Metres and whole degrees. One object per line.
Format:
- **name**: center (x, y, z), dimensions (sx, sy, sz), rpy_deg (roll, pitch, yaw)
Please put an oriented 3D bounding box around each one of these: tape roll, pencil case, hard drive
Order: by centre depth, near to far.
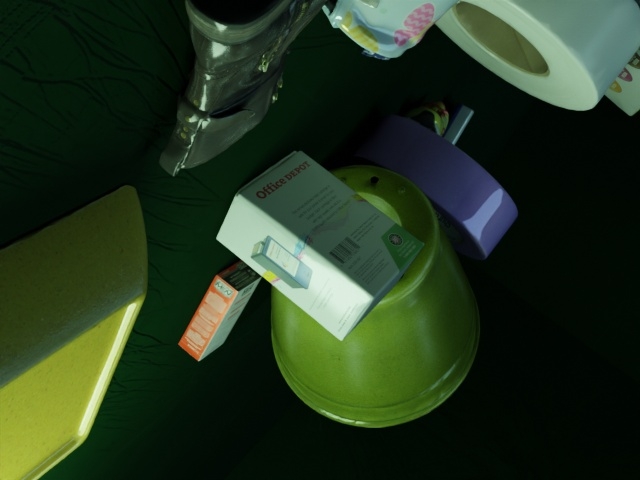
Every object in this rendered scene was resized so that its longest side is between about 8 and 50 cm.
- **pencil case**: center (0.113, -0.286, 0.777), dimensions (0.124, 0.113, 0.273), rpy_deg (3, 148, -45)
- **tape roll**: center (0.247, -0.283, 1.069), dimensions (0.100, 0.286, 0.286), rpy_deg (-53, 169, 1)
- **tape roll**: center (0.185, -0.085, 1.427), dimensions (0.090, 0.275, 0.275), rpy_deg (-53, 169, -6)
- **hard drive**: center (0.230, -0.145, 1.898), dimensions (0.319, 0.040, 0.210), rpy_deg (-60, 176, 8)

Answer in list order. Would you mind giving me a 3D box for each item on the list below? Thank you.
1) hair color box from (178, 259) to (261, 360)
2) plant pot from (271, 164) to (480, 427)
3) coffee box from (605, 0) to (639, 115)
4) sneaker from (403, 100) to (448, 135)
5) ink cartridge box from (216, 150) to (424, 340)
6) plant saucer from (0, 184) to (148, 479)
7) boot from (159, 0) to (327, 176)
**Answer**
- **hair color box**: center (-0.145, 0.101, 1.260), dimensions (0.141, 0.043, 0.072), rpy_deg (-58, 168, 28)
- **plant pot**: center (0.071, 0.067, 1.379), dimensions (0.366, 0.366, 0.353), rpy_deg (-50, 156, -17)
- **coffee box**: center (0.443, -0.423, 1.153), dimensions (0.338, 0.334, 0.337), rpy_deg (-46, 173, 2)
- **sneaker**: center (0.195, -0.221, 1.598), dimensions (0.094, 0.081, 0.208), rpy_deg (-60, 176, -2)
- **ink cartridge box**: center (0.000, 0.000, 1.110), dimensions (0.154, 0.212, 0.093), rpy_deg (-41, 167, -49)
- **plant saucer**: center (-0.283, 0.146, 0.754), dimensions (0.332, 0.081, 0.333), rpy_deg (-37, 161, -52)
- **boot**: center (-0.041, -0.188, 0.746), dimensions (0.263, 0.091, 0.229), rpy_deg (-43, 171, -25)
